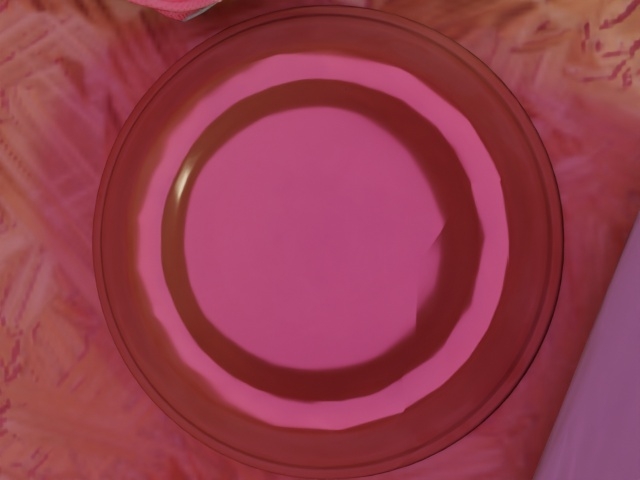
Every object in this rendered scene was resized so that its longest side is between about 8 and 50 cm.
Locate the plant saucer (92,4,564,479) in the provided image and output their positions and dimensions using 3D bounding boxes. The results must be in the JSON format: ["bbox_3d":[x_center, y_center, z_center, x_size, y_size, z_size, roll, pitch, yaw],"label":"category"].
[{"bbox_3d":[0.000,0.000,0.533,0.200,0.037,0.200,0,88,7],"label":"plant saucer"}]

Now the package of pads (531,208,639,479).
[{"bbox_3d":[0.166,0.122,0.421,0.101,0.229,0.296,21,92,-34],"label":"package of pads"}]

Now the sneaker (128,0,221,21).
[{"bbox_3d":[-0.024,-0.148,0.489,0.314,0.116,0.136,13,125,25],"label":"sneaker"}]
